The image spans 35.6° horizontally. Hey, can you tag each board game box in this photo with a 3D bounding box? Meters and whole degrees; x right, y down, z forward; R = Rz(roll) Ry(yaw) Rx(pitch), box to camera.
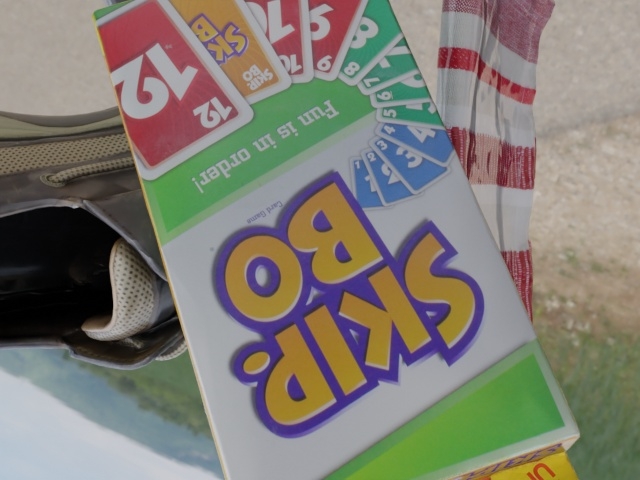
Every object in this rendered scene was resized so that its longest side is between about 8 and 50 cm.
[{"bbox_3d":[0.000,0.000,0.394,0.124,0.259,0.039,-18,159,-6],"label":"board game box"}]

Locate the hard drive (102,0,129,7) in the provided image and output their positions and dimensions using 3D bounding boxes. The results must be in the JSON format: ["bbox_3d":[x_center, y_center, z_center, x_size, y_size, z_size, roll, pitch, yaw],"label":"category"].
[{"bbox_3d":[-0.070,-0.204,0.611,0.172,0.254,0.054,-7,150,-22],"label":"hard drive"}]

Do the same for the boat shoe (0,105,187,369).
[{"bbox_3d":[-0.095,0.006,0.502,0.356,0.130,0.132,-6,133,-14],"label":"boat shoe"}]

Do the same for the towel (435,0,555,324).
[{"bbox_3d":[0.121,-0.038,0.703,0.037,0.328,0.237,4,-176,22],"label":"towel"}]
